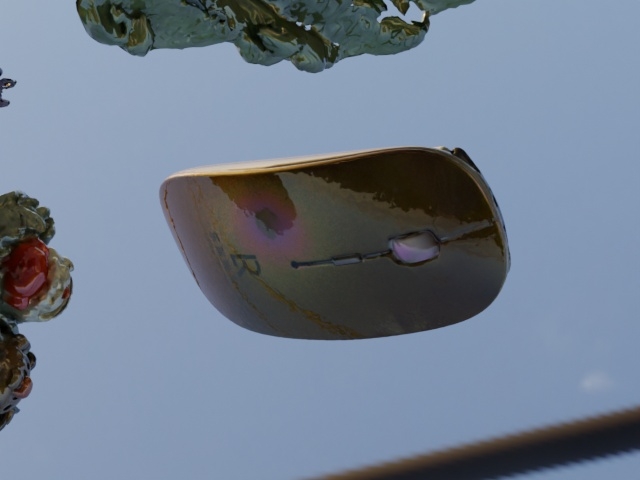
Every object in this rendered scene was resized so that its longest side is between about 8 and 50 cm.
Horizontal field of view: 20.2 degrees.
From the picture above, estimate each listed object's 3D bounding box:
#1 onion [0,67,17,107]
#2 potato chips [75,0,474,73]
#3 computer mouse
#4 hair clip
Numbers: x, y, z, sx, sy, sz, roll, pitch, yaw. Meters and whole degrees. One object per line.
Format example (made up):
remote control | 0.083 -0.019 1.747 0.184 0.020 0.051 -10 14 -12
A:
onion | -0.337 -0.133 1.040 0.280 0.314 0.146 11 -123 43
potato chips | -0.018 -0.280 0.991 0.097 0.373 0.389 -4 -174 40
computer mouse | 0.000 0.000 1.412 0.310 0.158 0.072 -3 -149 36
hair clip | -0.268 0.119 1.342 0.091 0.138 0.321 25 -97 4
